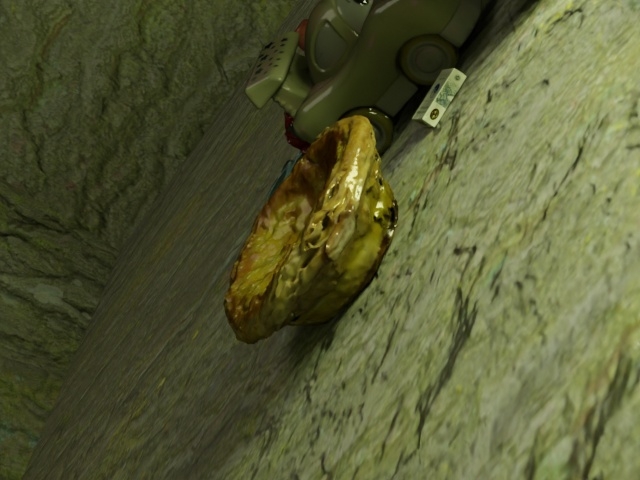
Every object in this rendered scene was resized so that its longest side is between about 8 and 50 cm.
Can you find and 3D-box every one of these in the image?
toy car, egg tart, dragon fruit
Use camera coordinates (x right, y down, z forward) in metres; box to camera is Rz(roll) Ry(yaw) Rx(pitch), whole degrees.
[{"bbox_3d":[0.070,-0.305,1.665,0.336,0.226,0.242,-49,15,35],"label":"toy car"},{"bbox_3d":[-0.002,0.002,1.429,0.341,0.129,0.341,-52,16,21],"label":"egg tart"},{"bbox_3d":[0.002,-0.212,1.955,0.142,0.130,0.121,-61,-19,-10],"label":"dragon fruit"}]

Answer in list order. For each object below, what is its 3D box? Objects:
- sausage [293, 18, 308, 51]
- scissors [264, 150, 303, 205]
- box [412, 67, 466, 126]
[{"bbox_3d":[0.017,-0.366,2.150,0.062,0.154,0.062,-52,8,10],"label":"sausage"},{"bbox_3d":[-0.088,-0.040,2.034,0.191,0.029,0.360,-39,22,50],"label":"scissors"},{"bbox_3d":[0.162,-0.195,1.524,0.083,0.024,0.054,-58,11,-1],"label":"box"}]
